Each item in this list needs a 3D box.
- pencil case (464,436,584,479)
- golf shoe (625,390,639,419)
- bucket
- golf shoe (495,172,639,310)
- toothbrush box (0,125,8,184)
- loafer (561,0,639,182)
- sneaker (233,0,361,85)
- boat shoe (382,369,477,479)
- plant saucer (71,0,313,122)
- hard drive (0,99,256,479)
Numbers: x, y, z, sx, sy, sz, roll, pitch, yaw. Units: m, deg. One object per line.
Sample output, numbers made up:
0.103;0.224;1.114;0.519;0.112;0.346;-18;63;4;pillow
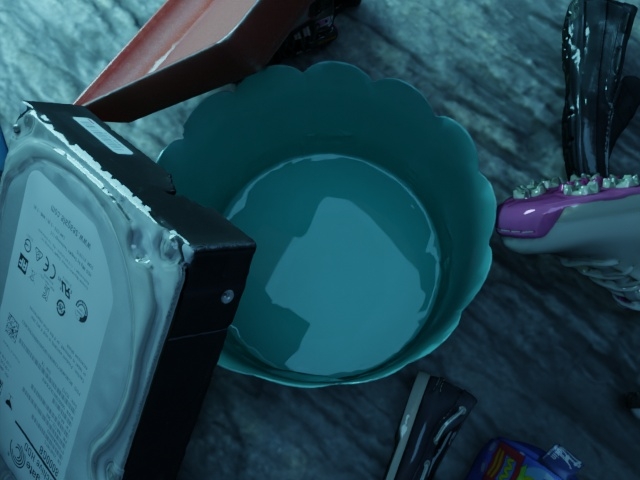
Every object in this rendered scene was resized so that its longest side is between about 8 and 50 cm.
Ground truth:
0.131;0.311;0.585;0.133;0.119;0.306;21;76;50;pencil case
0.360;0.196;0.628;0.198;0.077;0.093;22;79;8;golf shoe
0.000;0.000;0.632;0.281;0.183;0.281;0;77;2;bucket
0.275;0.008;0.607;0.306;0.115;0.140;-4;96;-30;golf shoe
-0.439;-0.104;0.616;0.217;0.295;0.126;-22;77;-3;toothbrush box
0.280;-0.141;0.706;0.078;0.076;0.223;3;74;12;loafer
-0.023;-0.224;0.741;0.077;0.072;0.178;37;82;8;sneaker
0.086;0.221;0.634;0.065;0.075;0.206;17;74;9;boat shoe
-0.082;-0.206;0.640;0.047;0.259;0.259;49;55;-29;plant saucer
-0.191;0.092;0.557;0.237;0.064;0.338;37;117;33;hard drive
